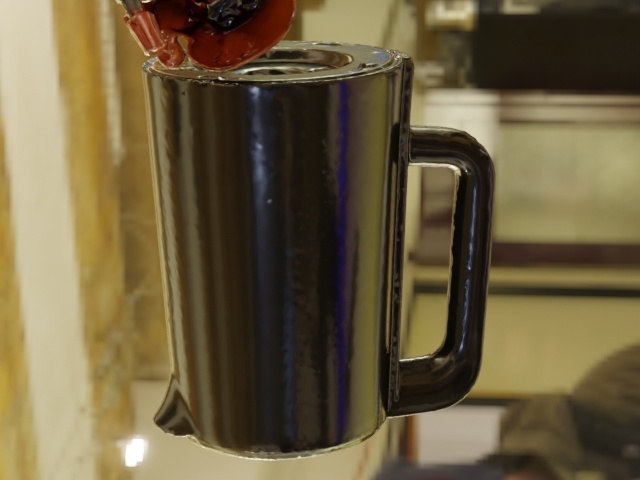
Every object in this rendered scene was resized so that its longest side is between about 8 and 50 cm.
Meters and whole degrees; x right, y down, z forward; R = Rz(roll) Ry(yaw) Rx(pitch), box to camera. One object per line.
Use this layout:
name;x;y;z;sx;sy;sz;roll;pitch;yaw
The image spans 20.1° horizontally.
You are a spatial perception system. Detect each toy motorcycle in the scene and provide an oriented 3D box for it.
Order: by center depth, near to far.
toy motorcycle;-0.105;-0.228;1.248;0.221;0.148;0.326;60;-176;3

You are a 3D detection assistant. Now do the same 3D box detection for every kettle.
kettle;-0.012;-0.002;1.462;0.262;0.203;0.308;-16;-70;-41
